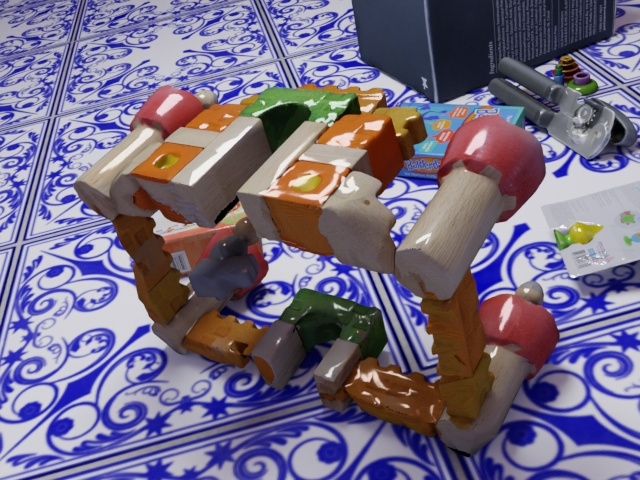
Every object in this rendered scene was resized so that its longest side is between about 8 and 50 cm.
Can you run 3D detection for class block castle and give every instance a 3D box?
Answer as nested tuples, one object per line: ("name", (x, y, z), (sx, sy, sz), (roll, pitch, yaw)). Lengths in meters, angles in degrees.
("block castle", (0.000, 0.000, 0.781), (0.453, 0.303, 0.213), (12, 48, 33))

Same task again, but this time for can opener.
("can opener", (0.370, -0.205, 1.173), (0.095, 0.076, 0.283), (10, 25, -25))

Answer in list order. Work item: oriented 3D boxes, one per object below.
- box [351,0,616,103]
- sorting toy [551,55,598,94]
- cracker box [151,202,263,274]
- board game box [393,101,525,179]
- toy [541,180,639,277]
("box", (0.293, -0.452, 1.409), (0.396, 0.212, 0.293), (-24, 36, -14))
("sorting toy", (0.418, -0.279, 1.267), (0.061, 0.042, 0.102), (-17, 35, -6))
("cracker box", (-0.171, -0.047, 1.108), (0.156, 0.067, 0.232), (-12, 35, 0))
("board game box", (0.188, -0.153, 1.157), (0.210, 0.047, 0.160), (8, 39, 26))
("toy", (0.395, -0.017, 0.888), (0.237, 0.056, 0.136), (-13, 38, 9))
